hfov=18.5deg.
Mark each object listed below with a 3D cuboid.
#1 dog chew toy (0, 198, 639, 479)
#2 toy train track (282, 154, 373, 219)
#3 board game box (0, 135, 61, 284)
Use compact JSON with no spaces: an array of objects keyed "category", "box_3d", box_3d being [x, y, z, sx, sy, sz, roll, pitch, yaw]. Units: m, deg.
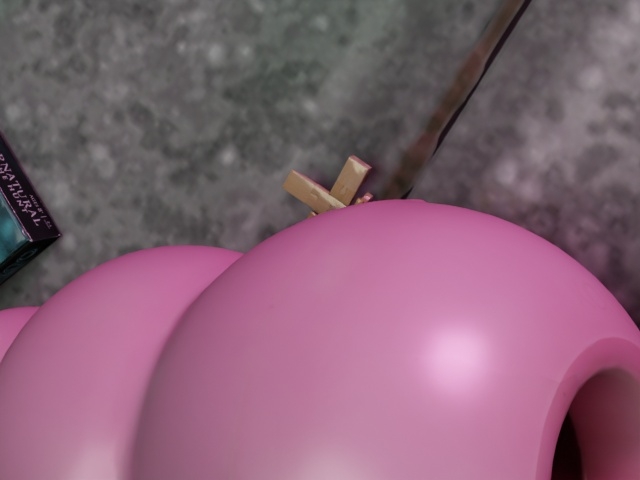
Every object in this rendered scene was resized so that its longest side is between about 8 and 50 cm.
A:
[{"category":"dog chew toy","box_3d":[-0.036,0.091,0.750,0.332,0.206,0.206,-2,94,35]},{"category":"toy train track","box_3d":[0.000,0.000,0.820,0.048,0.014,0.083,35,115,13]},{"category":"board game box","box_3d":[-0.215,-0.044,0.918,0.126,0.026,0.186,-36,79,26]}]
